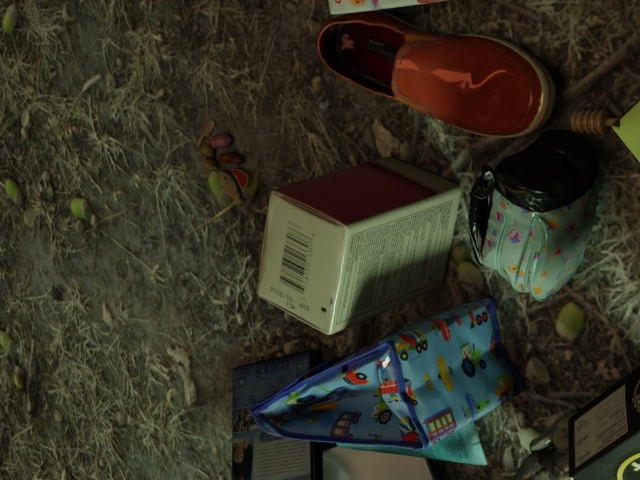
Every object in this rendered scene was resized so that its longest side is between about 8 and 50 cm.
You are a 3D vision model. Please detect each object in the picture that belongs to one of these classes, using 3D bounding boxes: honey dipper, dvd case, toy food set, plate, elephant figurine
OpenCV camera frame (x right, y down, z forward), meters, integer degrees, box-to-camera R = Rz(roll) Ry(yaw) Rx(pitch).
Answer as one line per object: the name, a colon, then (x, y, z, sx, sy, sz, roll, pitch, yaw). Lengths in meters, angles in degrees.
honey dipper: (0.356, -0.132, 1.447, 0.161, 0.030, 0.030, 4, 106, 39)
dvd case: (-0.064, 0.296, 1.888, 0.180, 0.022, 0.253, -17, 67, 43)
toy food set: (-0.141, -0.115, 1.899, 0.122, 0.019, 0.078, 51, 130, 18)
plate: (0.092, 0.408, 1.837, 0.278, 0.045, 0.277, -27, 86, 43)
elephant figurine: (0.297, 0.278, 1.553, 0.239, 0.186, 0.169, 141, 142, -67)

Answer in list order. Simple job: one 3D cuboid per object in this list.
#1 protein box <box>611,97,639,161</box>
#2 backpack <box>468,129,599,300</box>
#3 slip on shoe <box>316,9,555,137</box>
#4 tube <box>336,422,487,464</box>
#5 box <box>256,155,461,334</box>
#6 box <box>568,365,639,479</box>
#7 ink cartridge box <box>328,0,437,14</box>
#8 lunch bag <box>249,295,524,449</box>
protein box: (0.434, -0.095, 1.271, 0.200, 0.201, 0.136, 55, 131, 14)
backpack: (0.247, -0.021, 1.501, 0.115, 0.152, 0.182, 44, 144, 33)
slip on shoe: (0.132, -0.202, 1.576, 0.331, 0.101, 0.123, 26, 117, 32)
tube: (0.116, 0.256, 1.712, 0.207, 0.052, 0.080, 1, 132, 33)
box: (0.049, 0.000, 1.620, 0.127, 0.232, 0.148, 26, 119, 34)
box: (0.486, 0.177, 1.271, 0.318, 0.097, 0.395, 28, 132, -17)
ink cartridge box: (0.104, -0.342, 1.538, 0.176, 0.127, 0.128, 1, 104, 42)
lunch bag: (0.070, 0.189, 1.669, 0.293, 0.221, 0.138, -19, 90, 43)
